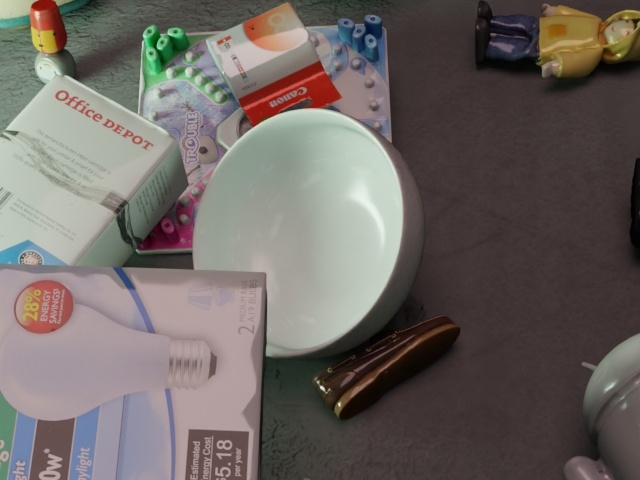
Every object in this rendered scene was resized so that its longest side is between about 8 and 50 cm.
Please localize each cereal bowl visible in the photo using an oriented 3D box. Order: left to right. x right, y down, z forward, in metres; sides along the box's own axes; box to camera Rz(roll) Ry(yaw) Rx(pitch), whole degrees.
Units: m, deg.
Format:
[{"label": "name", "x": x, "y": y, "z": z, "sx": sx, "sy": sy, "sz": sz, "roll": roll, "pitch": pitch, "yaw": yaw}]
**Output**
[{"label": "cereal bowl", "x": 0.000, "y": 0.000, "z": 1.649, "sx": 0.339, "sy": 0.141, "sz": 0.339, "roll": -9, "pitch": 74, "yaw": 34}]

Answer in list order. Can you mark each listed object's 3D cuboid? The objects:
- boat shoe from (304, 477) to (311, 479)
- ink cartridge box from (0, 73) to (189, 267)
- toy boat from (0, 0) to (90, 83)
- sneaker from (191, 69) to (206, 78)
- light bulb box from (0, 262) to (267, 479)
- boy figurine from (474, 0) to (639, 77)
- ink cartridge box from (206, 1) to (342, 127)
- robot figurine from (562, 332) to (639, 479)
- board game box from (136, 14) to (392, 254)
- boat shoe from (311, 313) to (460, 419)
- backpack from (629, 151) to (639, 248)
[{"label": "boat shoe", "x": 0.006, "y": 0.382, "z": 1.414, "sx": 0.069, "sy": 0.081, "sz": 0.227, "roll": -1, "pitch": 56, "yaw": 1}, {"label": "ink cartridge box", "x": -0.365, "y": -0.049, "z": 1.718, "sx": 0.223, "sy": 0.129, "sz": 0.307, "roll": 29, "pitch": 67, "yaw": 18}, {"label": "toy boat", "x": -0.496, "y": -0.394, "z": 2.118, "sx": 0.267, "sy": 0.148, "sz": 0.318, "roll": -17, "pitch": 42, "yaw": -16}, {"label": "sneaker", "x": -0.138, "y": -0.286, "z": 1.996, "sx": 0.234, "sy": 0.078, "sz": 0.106, "roll": -12, "pitch": 76, "yaw": -10}, {"label": "light bulb box", "x": -0.245, "y": 0.229, "z": 1.407, "sx": 0.361, "sy": 0.225, "sz": 0.358, "roll": 1, "pitch": 62, "yaw": -2}, {"label": "boy figurine", "x": 0.393, "y": -0.323, "z": 1.992, "sx": 0.285, "sy": 0.092, "sz": 0.177, "roll": 5, "pitch": 47, "yaw": 14}, {"label": "ink cartridge box", "x": -0.072, "y": -0.259, "z": 1.853, "sx": 0.145, "sy": 0.045, "sz": 0.179, "roll": -26, "pitch": 62, "yaw": -8}, {"label": "robot figurine", "x": 0.432, "y": 0.243, "z": 1.412, "sx": 0.300, "sy": 0.200, "sz": 0.353, "roll": -26, "pitch": 50, "yaw": 2}, {"label": "board game box", "x": -0.088, "y": -0.170, "z": 1.861, "sx": 0.390, "sy": 0.050, "sz": 0.390, "roll": -2, "pitch": 63, "yaw": 3}, {"label": "boat shoe", "x": 0.085, "y": 0.150, "z": 1.611, "sx": 0.207, "sy": 0.073, "sz": 0.073, "roll": -29, "pitch": 54, "yaw": -20}, {"label": "backpack", "x": 0.527, "y": -0.045, "z": 1.715, "sx": 0.182, "sy": 0.115, "sz": 0.152, "roll": 5, "pitch": 61, "yaw": 8}]
